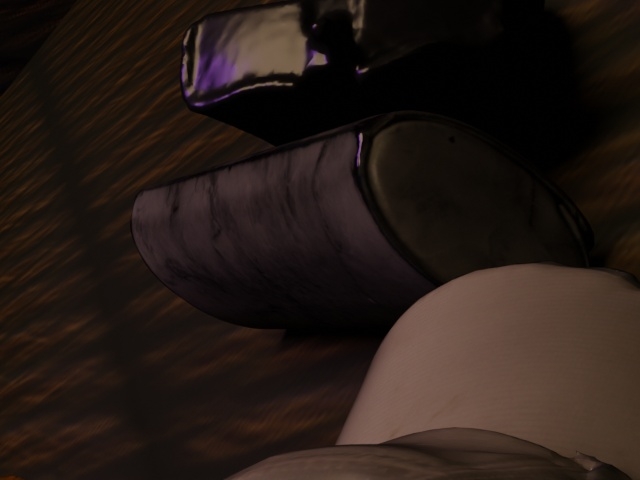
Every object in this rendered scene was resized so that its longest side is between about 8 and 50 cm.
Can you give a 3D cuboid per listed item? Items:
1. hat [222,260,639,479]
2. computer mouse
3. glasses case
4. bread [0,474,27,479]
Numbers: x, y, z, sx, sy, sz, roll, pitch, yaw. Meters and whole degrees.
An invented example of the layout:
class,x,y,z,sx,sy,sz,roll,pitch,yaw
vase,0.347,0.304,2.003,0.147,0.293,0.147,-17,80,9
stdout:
class,x,y,z,sx,sy,sz,roll,pitch,yaw
hat,0.023,0.104,0.401,0.232,0.161,0.275,-39,21,34
computer mouse,0.033,-0.077,0.726,0.147,0.088,0.264,-7,3,17
glasses case,0.000,0.000,0.698,0.060,0.114,0.299,-62,19,-14
bread,-0.288,0.259,0.899,0.312,0.172,0.312,-46,23,25
